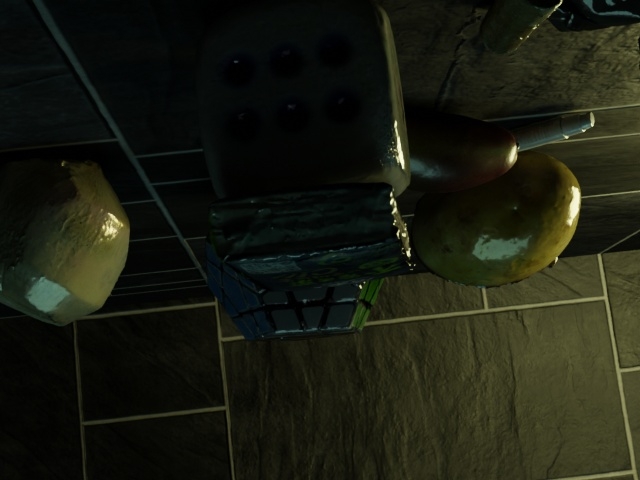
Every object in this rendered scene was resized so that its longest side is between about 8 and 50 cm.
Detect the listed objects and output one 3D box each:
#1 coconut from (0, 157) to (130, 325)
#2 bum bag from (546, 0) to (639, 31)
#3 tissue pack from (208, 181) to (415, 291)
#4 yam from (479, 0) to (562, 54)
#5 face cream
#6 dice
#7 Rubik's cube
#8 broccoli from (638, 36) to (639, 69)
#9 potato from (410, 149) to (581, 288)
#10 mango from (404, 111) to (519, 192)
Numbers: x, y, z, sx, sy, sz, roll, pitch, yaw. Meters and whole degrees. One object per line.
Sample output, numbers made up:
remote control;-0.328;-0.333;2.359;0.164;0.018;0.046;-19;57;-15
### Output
coconut;-0.380;-0.012;1.442;0.227;0.230;0.227;22;166;6
bum bag;0.321;-0.241;1.046;0.198;0.049;0.087;-8;165;14
tissue pack;0.000;0.000;1.029;0.174;0.073;0.235;-7;171;8
yam;0.198;-0.229;1.031;0.054;0.054;0.132;-5;171;-8
face cream;0.345;-0.163;1.537;0.130;0.034;0.034;-15;167;36
dice;-0.013;-0.130;1.047;0.193;0.194;0.192;-6;169;7
Rubik's cube;-0.034;0.026;1.684;0.264;0.319;0.319;-30;-179;-27
broccoli;0.428;-0.176;0.936;0.265;0.245;0.294;32;171;31
potato;0.304;-0.049;1.690;0.286;0.242;0.242;2;169;-8
mango;0.152;-0.122;1.436;0.268;0.111;0.133;4;178;-24
